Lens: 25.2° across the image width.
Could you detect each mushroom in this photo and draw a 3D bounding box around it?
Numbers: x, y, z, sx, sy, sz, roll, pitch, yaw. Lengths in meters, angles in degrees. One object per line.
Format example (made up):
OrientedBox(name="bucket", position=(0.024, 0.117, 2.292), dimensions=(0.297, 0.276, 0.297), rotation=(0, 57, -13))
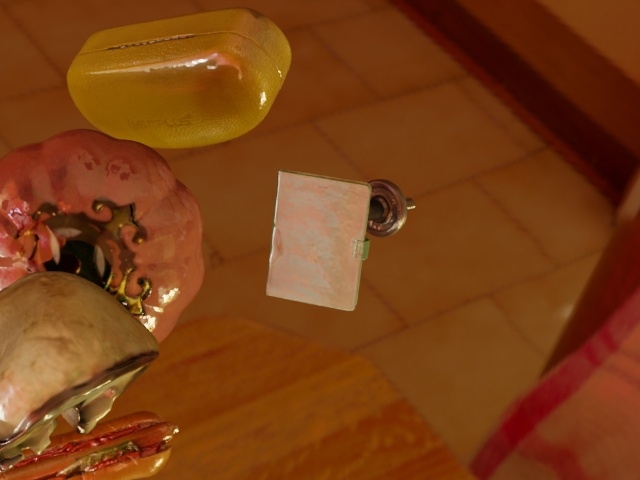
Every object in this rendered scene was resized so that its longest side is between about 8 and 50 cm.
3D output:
OrientedBox(name="mushroom", position=(-0.283, 0.114, 1.491), dimensions=(0.164, 0.189, 0.267), rotation=(52, 18, 8))

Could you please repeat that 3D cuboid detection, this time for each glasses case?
OrientedBox(name="glasses case", position=(-0.209, -0.227, 2.112), dimensions=(0.371, 0.173, 0.141), rotation=(-2, 53, 37))

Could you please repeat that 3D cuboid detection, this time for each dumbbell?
OrientedBox(name="dumbbell", position=(0.049, -0.036, 1.855), dimensions=(0.081, 0.081, 0.254), rotation=(42, 29, 24))

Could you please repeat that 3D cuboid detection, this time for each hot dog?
OrientedBox(name="hot dog", position=(-0.282, 0.265, 1.744), dimensions=(0.235, 0.062, 0.092), rotation=(-20, 54, 0))

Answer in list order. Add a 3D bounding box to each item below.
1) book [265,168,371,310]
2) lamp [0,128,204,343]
OrientedBox(name="book", position=(0.000, 0.000, 1.467), dimensions=(0.103, 0.135, 0.017), rotation=(10, 16, 11))
OrientedBox(name="lamp", position=(-0.297, 0.008, 1.803), dimensions=(0.305, 0.305, 0.239), rotation=(11, 9, -11))
